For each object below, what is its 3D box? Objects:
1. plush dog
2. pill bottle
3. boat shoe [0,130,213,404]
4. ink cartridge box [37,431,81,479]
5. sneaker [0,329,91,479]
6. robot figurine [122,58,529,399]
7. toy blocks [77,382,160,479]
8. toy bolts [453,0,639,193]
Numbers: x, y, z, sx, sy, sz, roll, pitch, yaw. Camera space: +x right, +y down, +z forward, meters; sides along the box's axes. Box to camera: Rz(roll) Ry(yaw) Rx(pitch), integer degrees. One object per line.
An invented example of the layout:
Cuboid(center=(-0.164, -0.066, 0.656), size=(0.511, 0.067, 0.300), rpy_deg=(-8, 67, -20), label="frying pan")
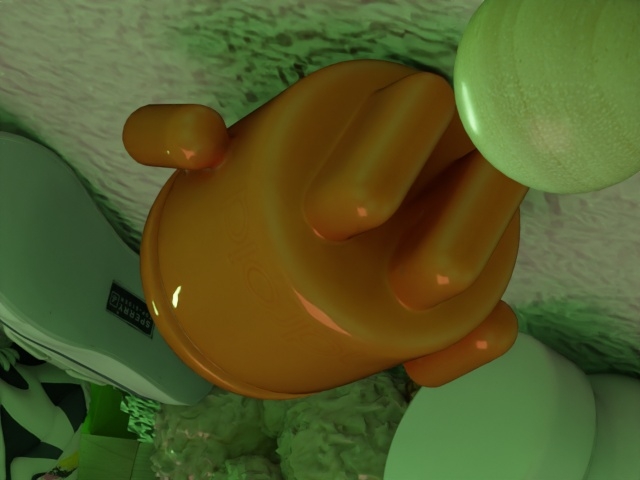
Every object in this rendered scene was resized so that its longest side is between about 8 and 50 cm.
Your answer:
Cuboid(center=(0.020, 0.191, 1.034), size=(0.262, 0.225, 0.210), rpy_deg=(22, 157, -11), label="plush dog")
Cuboid(center=(0.169, 0.163, 0.955), size=(0.265, 0.153, 0.153), rpy_deg=(34, 154, -27), label="pill bottle")
Cuboid(center=(-0.153, 0.026, 0.992), size=(0.084, 0.095, 0.258), rpy_deg=(0, 149, 31), label="boat shoe")
Cuboid(center=(-0.222, 0.135, 1.205), size=(0.115, 0.198, 0.067), rpy_deg=(1, 174, 38), label="ink cartridge box")
Cuboid(center=(-0.208, 0.073, 1.029), size=(0.094, 0.235, 0.153), rpy_deg=(-2, 131, 18), label="sneaker")
Cuboid(center=(-0.001, -0.002, 0.770), size=(0.158, 0.128, 0.219), rpy_deg=(1, 166, -28), label="robot figurine")
Cuboid(center=(-0.130, 0.219, 1.341), size=(0.381, 0.190, 0.261), rpy_deg=(1, 161, 39), label="toy blocks")
Cuboid(center=(0.149, -0.061, 0.470), size=(0.229, 0.158, 0.218), rpy_deg=(24, 157, -8), label="toy bolts")
